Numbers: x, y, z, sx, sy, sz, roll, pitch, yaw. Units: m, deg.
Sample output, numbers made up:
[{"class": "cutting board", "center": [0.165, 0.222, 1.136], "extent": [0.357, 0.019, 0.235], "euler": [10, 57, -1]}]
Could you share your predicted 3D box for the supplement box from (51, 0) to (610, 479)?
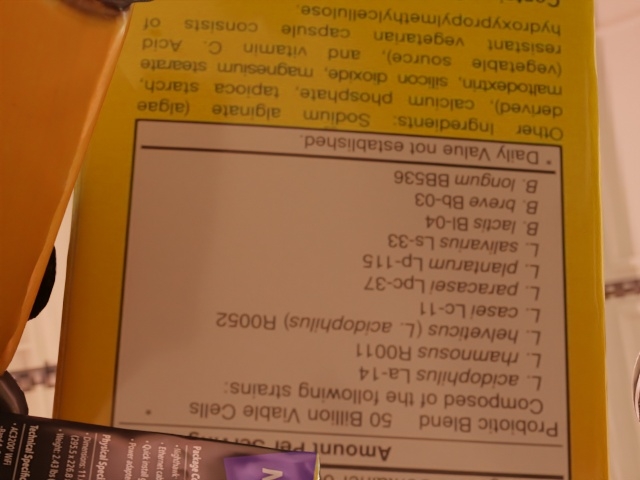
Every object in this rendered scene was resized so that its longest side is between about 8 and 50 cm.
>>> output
[{"class": "supplement box", "center": [0.000, 0.000, 0.686], "extent": [0.195, 0.194, 0.356], "euler": [102, -9, -68]}]

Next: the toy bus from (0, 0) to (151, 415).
[{"class": "toy bus", "center": [-0.115, -0.069, 0.493], "extent": [0.108, 0.130, 0.332], "euler": [-93, -156, -59]}]

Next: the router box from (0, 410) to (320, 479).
[{"class": "router box", "center": [-0.144, 0.184, 0.501], "extent": [0.081, 0.243, 0.309], "euler": [-92, -169, -54]}]

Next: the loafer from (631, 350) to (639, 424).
[{"class": "loafer", "center": [0.303, 0.005, 0.978], "extent": [0.134, 0.130, 0.366], "euler": [26, -66, 7]}]
